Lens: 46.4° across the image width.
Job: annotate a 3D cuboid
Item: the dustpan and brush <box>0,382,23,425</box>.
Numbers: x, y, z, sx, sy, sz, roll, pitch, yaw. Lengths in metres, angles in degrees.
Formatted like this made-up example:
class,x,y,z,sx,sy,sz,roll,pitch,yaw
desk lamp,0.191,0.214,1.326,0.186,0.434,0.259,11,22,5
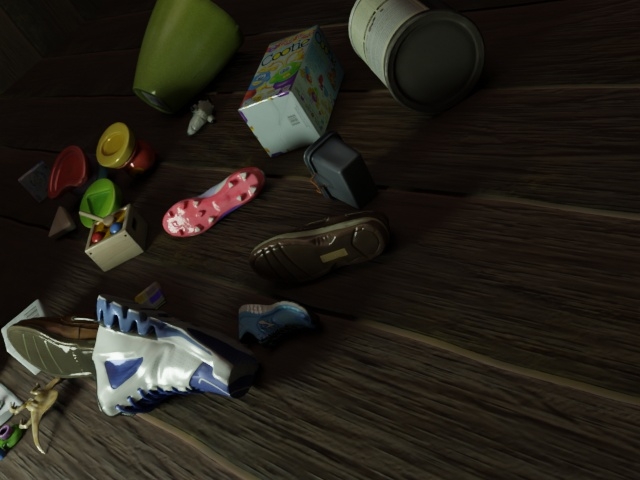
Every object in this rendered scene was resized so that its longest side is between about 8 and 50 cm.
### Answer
class,x,y,z,sx,sy,sz,roll,pitch,yaw
dustpan and brush,-0.702,0.365,1.460,0.147,0.060,0.211,13,56,47

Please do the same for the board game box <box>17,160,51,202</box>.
class,x,y,z,sx,sy,sz,roll,pitch,yaw
board game box,-0.815,-0.172,2.178,0.090,0.090,0.020,-41,37,-10

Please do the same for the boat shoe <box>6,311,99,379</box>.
class,x,y,z,sx,sy,sz,roll,pitch,yaw
boat shoe,-0.452,0.193,1.417,0.307,0.111,0.104,9,36,25

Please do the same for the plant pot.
class,x,y,z,sx,sy,sz,roll,pitch,yaw
plant pot,-0.407,-0.522,2.144,0.275,0.275,0.293,14,73,48

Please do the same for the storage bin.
class,x,y,z,sx,sy,sz,roll,pitch,yaw
storage bin,0.040,-0.120,1.375,0.098,0.135,0.091,-42,45,-12

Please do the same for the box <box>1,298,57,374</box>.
class,x,y,z,sx,sy,sz,roll,pitch,yaw
box,-0.586,0.198,1.542,0.102,0.087,0.101,-42,34,-9

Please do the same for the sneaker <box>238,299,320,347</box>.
class,x,y,z,sx,sy,sz,roll,pitch,yaw
sneaker,-0.070,0.143,1.220,0.162,0.063,0.073,-10,59,38

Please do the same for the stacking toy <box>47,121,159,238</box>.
class,x,y,z,sx,sy,sz,roll,pitch,yaw
stacking toy,-0.569,-0.133,1.960,0.309,0.130,0.279,-13,66,32

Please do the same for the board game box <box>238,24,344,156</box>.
class,x,y,z,sx,sy,sz,roll,pitch,yaw
board game box,-0.060,-0.344,1.711,0.142,0.144,0.275,-14,39,28

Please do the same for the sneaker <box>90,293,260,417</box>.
class,x,y,z,sx,sy,sz,roll,pitch,yaw
sneaker,-0.259,0.220,1.224,0.315,0.127,0.182,18,91,27

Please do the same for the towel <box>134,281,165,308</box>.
class,x,y,z,sx,sy,sz,roll,pitch,yaw
towel,-0.344,0.119,1.505,0.060,0.009,0.083,-37,34,-4

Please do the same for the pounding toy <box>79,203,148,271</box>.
class,x,y,z,sx,sy,sz,roll,pitch,yaw
pounding toy,-0.479,-0.021,1.707,0.130,0.100,0.141,-26,35,12

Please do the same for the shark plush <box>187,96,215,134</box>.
class,x,y,z,sx,sy,sz,roll,pitch,yaw
shark plush,-0.328,-0.349,2.023,0.067,0.073,0.161,-51,29,34

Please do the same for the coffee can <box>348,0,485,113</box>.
class,x,y,z,sx,sy,sz,roll,pitch,yaw
coffee can,0.187,-0.405,1.525,0.201,0.201,0.275,-31,34,5

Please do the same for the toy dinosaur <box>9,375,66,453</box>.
class,x,y,z,sx,sy,sz,roll,pitch,yaw
toy dinosaur,-0.527,0.313,1.385,0.092,0.053,0.183,-20,37,18

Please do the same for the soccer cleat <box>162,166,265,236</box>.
class,x,y,z,sx,sy,sz,roll,pitch,yaw
soccer cleat,-0.225,-0.082,1.605,0.248,0.083,0.095,-29,5,16

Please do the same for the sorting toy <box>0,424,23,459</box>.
class,x,y,z,sx,sy,sz,roll,pitch,yaw
sorting toy,-0.606,0.374,1.386,0.102,0.042,0.061,-38,34,-5

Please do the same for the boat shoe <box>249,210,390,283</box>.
class,x,y,z,sx,sy,sz,roll,pitch,yaw
boat shoe,0.003,0.007,1.295,0.257,0.095,0.095,-10,27,22
